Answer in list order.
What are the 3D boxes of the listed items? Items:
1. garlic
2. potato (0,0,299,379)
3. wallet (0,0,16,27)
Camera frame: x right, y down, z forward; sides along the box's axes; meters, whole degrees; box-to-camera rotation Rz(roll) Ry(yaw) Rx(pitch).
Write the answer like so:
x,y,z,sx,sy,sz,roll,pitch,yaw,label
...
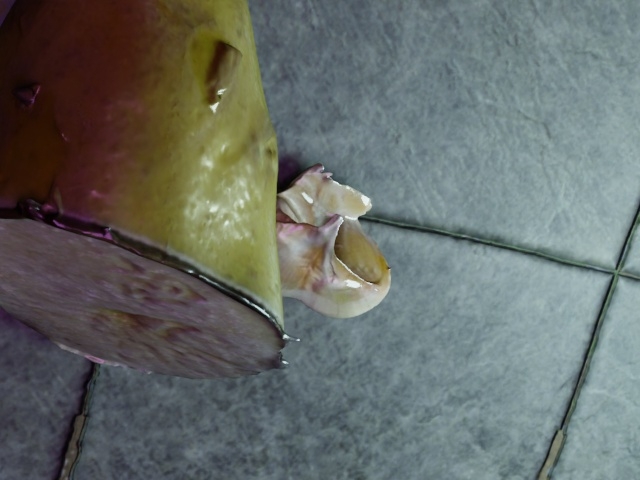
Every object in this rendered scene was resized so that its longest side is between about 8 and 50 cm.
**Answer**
x,y,z,sx,sy,sz,roll,pitch,yaw,label
-0.005,0.011,1.476,0.174,0.099,0.124,34,111,-25,garlic
-0.133,-0.074,1.324,0.397,0.290,0.296,50,51,-61,potato
-0.374,-0.185,1.301,0.223,0.077,0.309,37,94,-26,wallet
